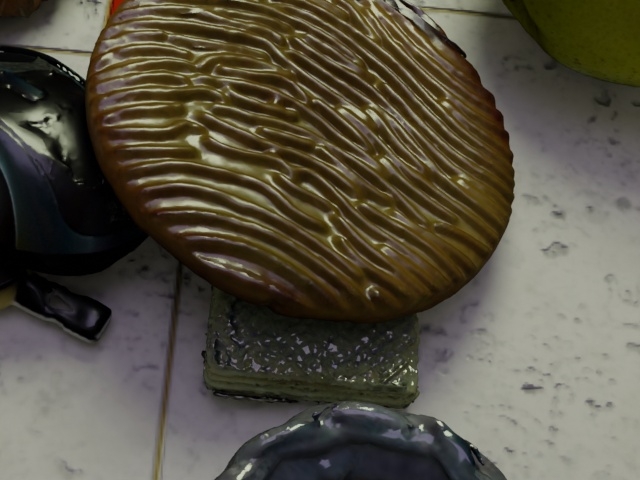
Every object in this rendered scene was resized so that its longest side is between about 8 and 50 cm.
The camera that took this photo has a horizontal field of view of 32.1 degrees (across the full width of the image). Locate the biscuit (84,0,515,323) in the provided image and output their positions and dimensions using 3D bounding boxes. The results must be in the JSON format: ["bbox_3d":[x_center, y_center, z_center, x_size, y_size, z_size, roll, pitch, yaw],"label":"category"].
[{"bbox_3d":[-0.006,-0.084,0.782,0.318,0.040,0.317,11,54,-15],"label":"biscuit"}]

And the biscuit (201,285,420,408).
[{"bbox_3d":[0.000,0.000,0.793,0.147,0.046,0.249,8,56,-7],"label":"biscuit"}]

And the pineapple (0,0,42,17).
[{"bbox_3d":[-0.278,-0.328,0.779,0.223,0.357,0.222,2,57,-3],"label":"pineapple"}]

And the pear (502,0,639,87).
[{"bbox_3d":[0.262,-0.255,0.854,0.294,0.294,0.294,3,59,-5],"label":"pear"}]

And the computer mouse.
[{"bbox_3d":[-0.213,-0.071,0.766,0.233,0.096,0.137,32,34,12],"label":"computer mouse"}]

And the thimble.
[{"bbox_3d":[0.003,0.209,0.602,0.236,0.172,0.205,-28,63,-19],"label":"thimble"}]

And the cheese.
[{"bbox_3d":[-0.219,0.024,0.762,0.163,0.036,0.086,24,54,7],"label":"cheese"}]
